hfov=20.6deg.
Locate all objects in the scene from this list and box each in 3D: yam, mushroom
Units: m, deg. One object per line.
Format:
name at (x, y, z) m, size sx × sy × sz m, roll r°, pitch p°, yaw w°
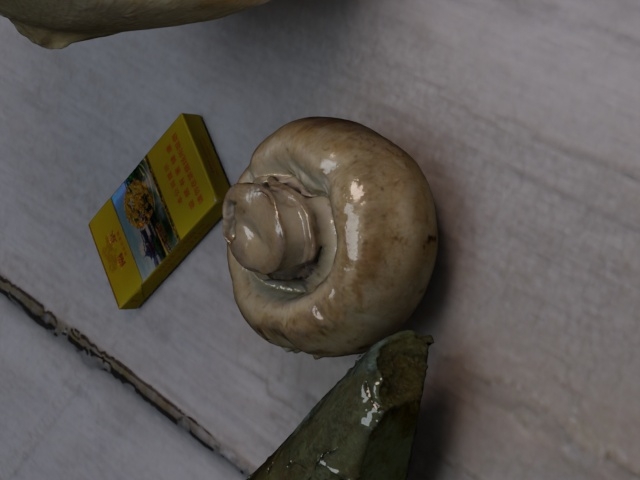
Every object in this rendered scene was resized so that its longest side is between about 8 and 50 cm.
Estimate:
yam at (0.004, 0.169, 1.187) m, size 0.259 × 0.106 × 0.106 m, roll -47°, pitch 56°, yaw 38°
mushroom at (0.000, 0.000, 1.184) m, size 0.166 × 0.127 × 0.166 m, roll 9°, pitch 102°, yaw 52°

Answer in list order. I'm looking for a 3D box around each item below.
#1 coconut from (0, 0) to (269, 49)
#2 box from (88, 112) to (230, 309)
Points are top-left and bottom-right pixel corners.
coconut at (-0.143, -0.306, 1.194) m, size 0.346 × 0.346 × 0.360 m, roll 45°, pitch 116°, yaw 39°
box at (-0.129, -0.022, 1.406) m, size 0.155 × 0.023 × 0.087 m, roll -46°, pitch 60°, yaw 38°
